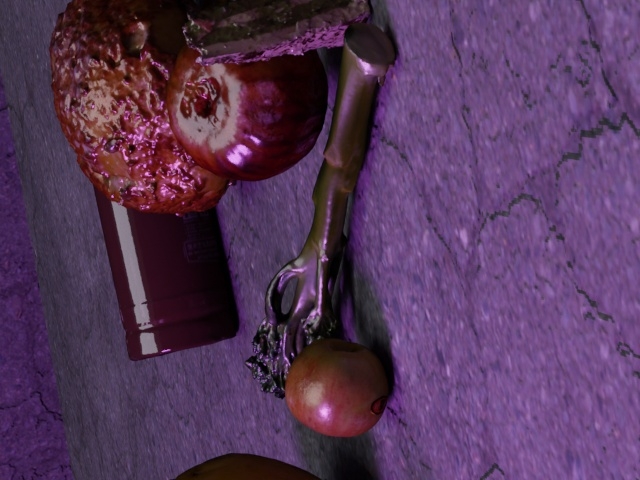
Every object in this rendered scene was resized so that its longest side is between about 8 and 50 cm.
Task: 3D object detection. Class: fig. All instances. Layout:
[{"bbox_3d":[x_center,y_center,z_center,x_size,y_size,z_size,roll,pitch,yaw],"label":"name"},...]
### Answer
[{"bbox_3d":[-0.048,-0.099,1.365,0.150,0.128,0.128,50,-166,-55],"label":"fig"}]

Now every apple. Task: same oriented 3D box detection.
[{"bbox_3d":[0.014,0.112,1.412,0.084,0.084,0.071,-133,57,-61],"label":"apple"}]

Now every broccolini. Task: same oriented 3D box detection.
[{"bbox_3d":[0.006,-0.001,1.385,0.074,0.079,0.392,46,149,24],"label":"broccolini"}]

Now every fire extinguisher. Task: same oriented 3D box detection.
[{"bbox_3d":[-0.173,-0.052,1.878,0.135,0.114,0.337,-1,-102,-79],"label":"fire extinguisher"}]

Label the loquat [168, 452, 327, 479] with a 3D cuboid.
[{"bbox_3d":[-0.063,0.290,1.523,0.235,0.235,0.235,169,90,-74],"label":"loquat"}]

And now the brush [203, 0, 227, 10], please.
[{"bbox_3d":[-0.103,-0.203,1.716,0.218,0.010,0.082,95,157,-48],"label":"brush"}]

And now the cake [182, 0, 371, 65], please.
[{"bbox_3d":[-0.028,-0.157,1.281,0.055,0.140,0.051,-48,62,52],"label":"cake"}]

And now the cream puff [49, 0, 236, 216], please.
[{"bbox_3d":[-0.165,-0.130,1.693,0.240,0.164,0.240,46,146,44],"label":"cream puff"}]
